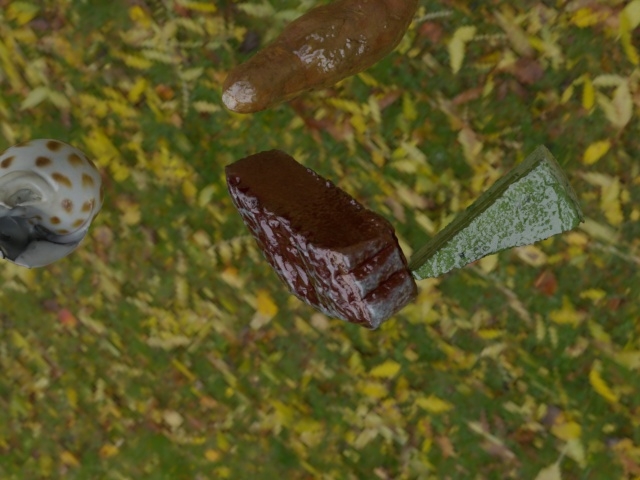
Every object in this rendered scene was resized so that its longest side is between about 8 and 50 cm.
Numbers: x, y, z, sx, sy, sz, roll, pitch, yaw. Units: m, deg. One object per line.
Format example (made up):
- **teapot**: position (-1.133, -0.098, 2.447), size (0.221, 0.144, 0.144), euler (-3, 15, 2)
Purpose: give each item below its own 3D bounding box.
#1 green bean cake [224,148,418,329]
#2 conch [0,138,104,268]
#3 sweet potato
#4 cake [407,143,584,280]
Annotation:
- **green bean cake**: position (0.000, 0.000, 1.474), size (0.232, 0.097, 0.198), euler (26, 147, 53)
- **conch**: position (-0.422, -0.066, 1.873), size (0.148, 0.275, 0.183), euler (25, 107, 36)
- **sweet potato**: position (0.026, -0.239, 1.453), size (0.095, 0.354, 0.106), euler (21, 146, 48)
- **cake**: position (0.201, -0.033, 1.536), size (0.235, 0.100, 0.099), euler (-21, 104, 11)
